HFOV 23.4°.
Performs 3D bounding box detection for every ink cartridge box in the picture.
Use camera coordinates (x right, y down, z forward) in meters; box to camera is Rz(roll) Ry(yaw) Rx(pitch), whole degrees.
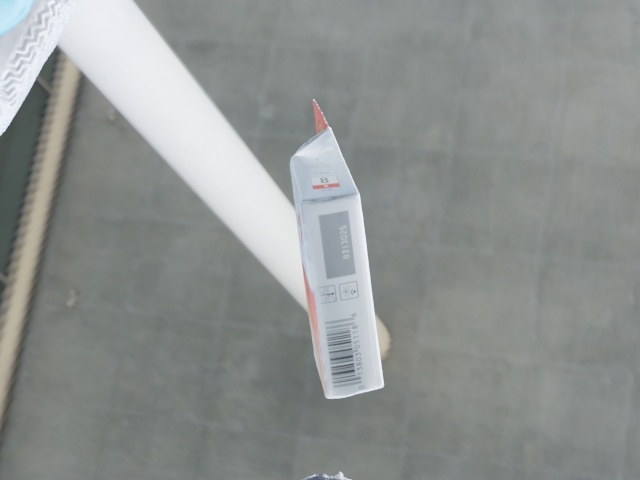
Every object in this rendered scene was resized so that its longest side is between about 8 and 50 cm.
[{"bbox_3d":[0.000,0.000,1.046,0.045,0.145,0.179,-11,-154,-7],"label":"ink cartridge box"}]

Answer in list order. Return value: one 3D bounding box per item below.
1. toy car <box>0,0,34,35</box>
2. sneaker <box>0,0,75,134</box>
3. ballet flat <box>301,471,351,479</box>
[{"bbox_3d":[-0.194,-0.239,0.608,0.210,0.238,0.219,3,-131,-10],"label":"toy car"},{"bbox_3d":[-0.249,-0.125,0.899,0.153,0.269,0.101,34,-107,-22],"label":"sneaker"},{"bbox_3d":[0.026,0.175,0.905,0.074,0.203,0.074,-6,-111,16],"label":"ballet flat"}]
